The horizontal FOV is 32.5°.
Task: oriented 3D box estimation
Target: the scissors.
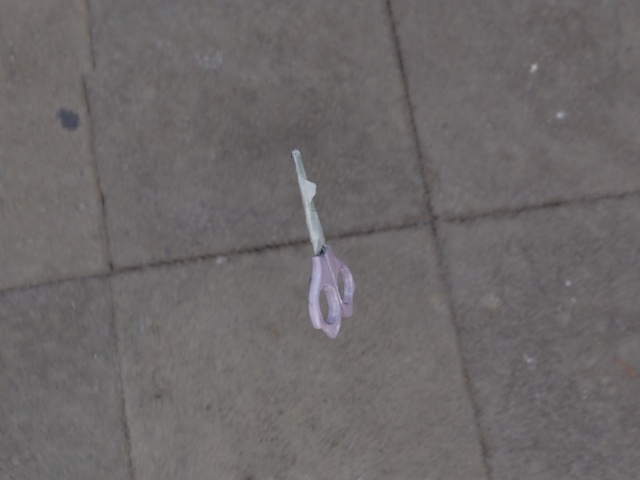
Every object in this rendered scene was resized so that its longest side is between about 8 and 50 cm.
[{"bbox_3d":[-0.001,0.000,1.216,0.021,0.110,0.212,-4,109,25],"label":"scissors"}]
